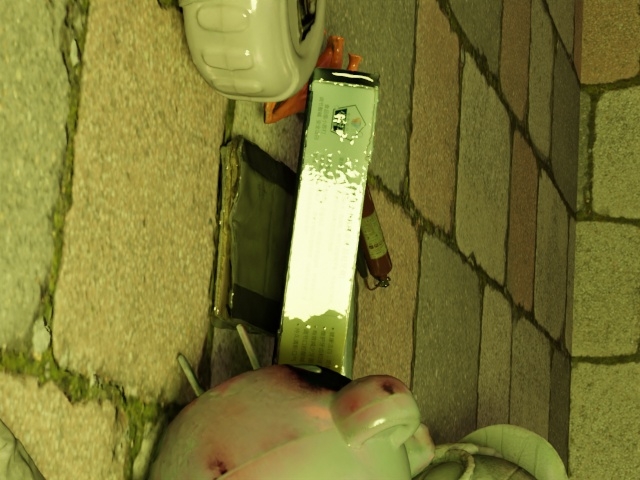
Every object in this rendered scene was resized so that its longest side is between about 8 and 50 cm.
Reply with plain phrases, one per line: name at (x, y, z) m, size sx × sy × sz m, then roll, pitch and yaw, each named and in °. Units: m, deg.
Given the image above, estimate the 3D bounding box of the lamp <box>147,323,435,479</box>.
lamp at (-0.027, 0.199, 1.077) m, size 0.301 × 0.247 × 0.247 m, roll 65°, pitch -1°, yaw -62°

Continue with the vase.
vase at (0.205, 0.364, 1.673) m, size 0.445 × 0.250 × 0.249 m, roll -15°, pitch 104°, yaw -73°

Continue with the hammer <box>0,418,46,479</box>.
hammer at (-0.200, 0.099, 0.788) m, size 0.426 × 0.044 × 0.152 m, roll 71°, pitch 28°, yaw -44°

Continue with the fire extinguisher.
fire extinguisher at (0.053, 0.000, 1.517) m, size 0.049 × 0.035 × 0.173 m, roll -73°, pitch 151°, yaw -48°

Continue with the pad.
pad at (-0.046, 0.009, 1.254) m, size 0.233 × 0.022 × 0.174 m, roll 29°, pitch 63°, yaw -68°

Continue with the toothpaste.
toothpaste at (0.000, 0.000, 1.204) m, size 0.089 × 0.071 × 0.312 m, roll -128°, pitch -135°, yaw -86°

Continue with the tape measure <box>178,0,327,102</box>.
tape measure at (-0.050, -0.216, 1.102) m, size 0.236 × 0.120 × 0.197 m, roll -65°, pitch 157°, yaw -54°

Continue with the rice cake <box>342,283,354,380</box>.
rice cake at (0.014, 0.152, 1.389) m, size 0.045 × 0.042 × 0.245 m, roll 10°, pitch 81°, yaw -82°

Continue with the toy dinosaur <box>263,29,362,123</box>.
toy dinosaur at (-0.006, -0.159, 1.313) m, size 0.101 × 0.055 × 0.279 m, roll -69°, pitch 165°, yaw 8°
